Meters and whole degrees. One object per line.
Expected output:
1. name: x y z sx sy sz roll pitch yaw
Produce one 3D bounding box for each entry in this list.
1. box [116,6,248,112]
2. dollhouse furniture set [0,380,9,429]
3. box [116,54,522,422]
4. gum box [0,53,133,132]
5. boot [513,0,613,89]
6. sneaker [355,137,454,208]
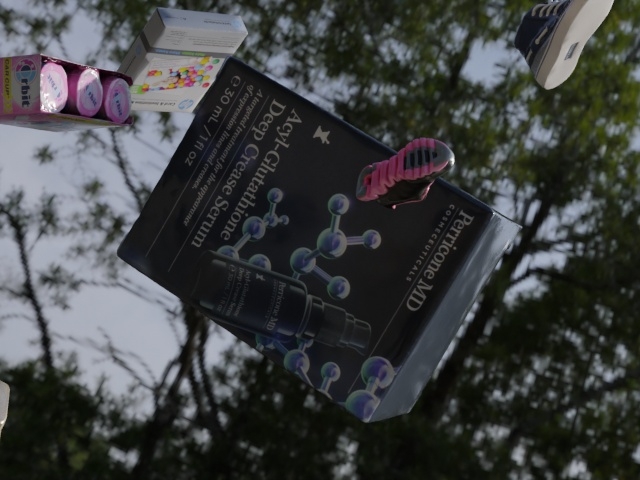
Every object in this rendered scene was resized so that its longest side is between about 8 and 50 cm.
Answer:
1. box: -0.213 -0.260 1.712 0.145 0.038 0.186 -2 -31 -40
2. dollhouse furniture set: -0.127 0.224 0.531 0.355 0.303 0.174 25 -69 -22
3. box: 0.000 0.000 1.486 0.395 0.293 0.212 32 6 17
4. gum box: -0.298 -0.160 1.301 0.107 0.062 0.188 -1 -1 22
5. boot: 0.301 -0.282 1.489 0.086 0.069 0.190 57 -30 23
6. sneaker: 0.091 -0.061 1.145 0.057 0.047 0.119 32 -34 -31
